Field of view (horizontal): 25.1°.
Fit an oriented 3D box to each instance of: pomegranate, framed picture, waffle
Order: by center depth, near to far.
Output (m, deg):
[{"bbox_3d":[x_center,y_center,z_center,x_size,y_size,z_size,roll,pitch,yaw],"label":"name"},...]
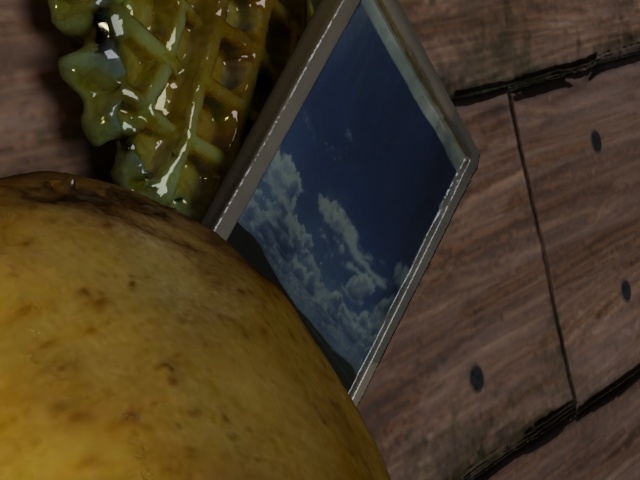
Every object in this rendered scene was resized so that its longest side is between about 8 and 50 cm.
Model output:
[{"bbox_3d":[-0.110,0.118,0.483,0.281,0.281,0.281,13,74,-51],"label":"pomegranate"},{"bbox_3d":[-0.054,-0.099,0.759,0.214,0.054,0.208,-32,111,-51],"label":"waffle"},{"bbox_3d":[0.000,0.000,0.776,0.260,0.023,0.189,-62,143,-22],"label":"framed picture"}]
